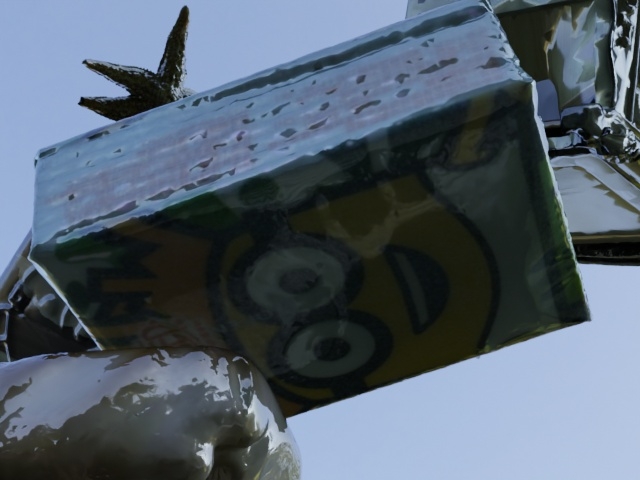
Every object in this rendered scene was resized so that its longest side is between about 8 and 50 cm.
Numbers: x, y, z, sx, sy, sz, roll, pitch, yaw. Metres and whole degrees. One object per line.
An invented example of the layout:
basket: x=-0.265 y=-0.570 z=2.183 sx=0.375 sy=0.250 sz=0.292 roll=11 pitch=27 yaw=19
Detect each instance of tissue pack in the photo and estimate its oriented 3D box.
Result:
tissue pack: x=0.000 y=0.000 z=0.728 sx=0.311 sy=0.128 sz=0.228 roll=-19 pitch=-46 yaw=7

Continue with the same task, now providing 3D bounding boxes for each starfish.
starfish: x=-0.194 y=-0.185 z=1.384 sx=0.223 sy=0.050 sz=0.217 roll=2 pitch=-79 yaw=-39

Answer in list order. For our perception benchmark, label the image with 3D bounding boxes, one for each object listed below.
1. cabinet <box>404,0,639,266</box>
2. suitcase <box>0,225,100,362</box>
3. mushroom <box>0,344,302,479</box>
cabinet: x=0.212 y=-0.158 z=0.915 sx=0.227 sy=0.290 sz=0.318 roll=-1 pitch=-17 yaw=39
suitcase: x=-0.255 y=0.158 z=1.337 sx=0.339 sy=0.351 sz=0.194 roll=-55 pitch=-27 yaw=11
mushroom: x=-0.212 y=0.188 z=0.597 sx=0.397 sy=0.314 sz=0.224 roll=-46 pitch=-31 yaw=-21
